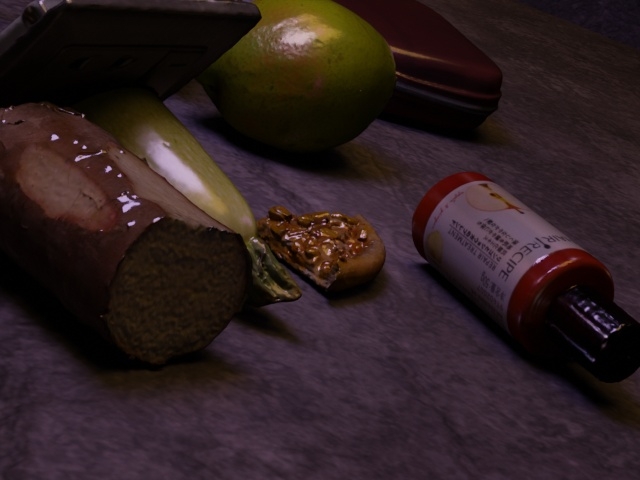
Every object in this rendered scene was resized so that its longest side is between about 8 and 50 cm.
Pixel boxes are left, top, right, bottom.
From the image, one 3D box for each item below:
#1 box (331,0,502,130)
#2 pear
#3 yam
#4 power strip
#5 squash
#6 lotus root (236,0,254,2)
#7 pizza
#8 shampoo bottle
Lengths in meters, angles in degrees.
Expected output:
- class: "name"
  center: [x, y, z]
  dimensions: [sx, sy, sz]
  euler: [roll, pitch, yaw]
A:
- class: "box"
  center: [0.102, -0.270, 2.062]
  dimensions: [0.263, 0.108, 0.404]
  euler: [13, 21, -19]
- class: "pear"
  center: [-0.037, -0.187, 1.624]
  dimensions: [0.220, 0.187, 0.187]
  euler: [0, 26, -25]
- class: "yam"
  center: [-0.172, -0.013, 1.096]
  dimensions: [0.238, 0.128, 0.129]
  euler: [35, -18, 38]
- class: "power strip"
  center: [-0.219, -0.156, 1.265]
  dimensions: [0.251, 0.257, 0.092]
  euler: [-1, 62, -53]
- class: "squash"
  center: [-0.128, -0.041, 1.211]
  dimensions: [0.137, 0.137, 0.287]
  euler: [-1, 30, -45]
- class: "lotus root"
  center: [-0.088, -0.310, 2.000]
  dimensions: [0.122, 0.112, 0.081]
  euler: [18, 3, -7]
- class: "pizza"
  center: [0.000, 0.000, 1.343]
  dimensions: [0.131, 0.041, 0.178]
  euler: [23, 20, 15]
- class: "shampoo bottle"
  center: [0.196, 0.037, 1.326]
  dimensions: [0.104, 0.104, 0.278]
  euler: [6, 23, -33]
